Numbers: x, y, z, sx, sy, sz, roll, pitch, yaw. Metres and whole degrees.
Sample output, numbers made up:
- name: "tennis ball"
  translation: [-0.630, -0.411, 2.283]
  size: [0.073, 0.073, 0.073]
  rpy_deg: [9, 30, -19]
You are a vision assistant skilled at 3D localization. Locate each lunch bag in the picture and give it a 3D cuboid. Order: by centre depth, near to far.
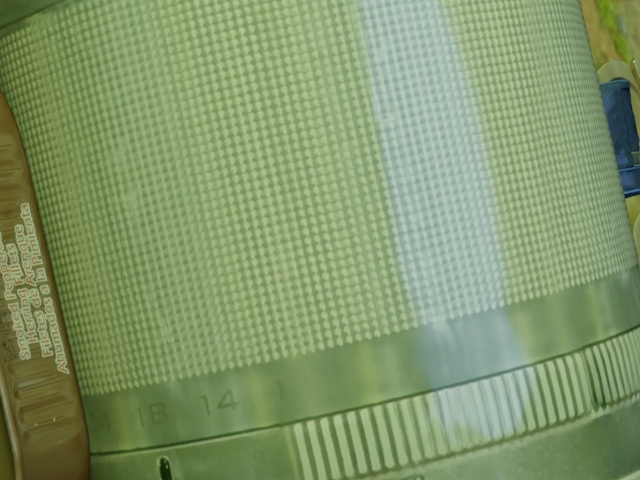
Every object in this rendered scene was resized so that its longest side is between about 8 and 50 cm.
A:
- name: "lunch bag"
  translation: [0.109, -0.037, 0.790]
  size: [0.098, 0.067, 0.065]
  rpy_deg: [-12, 87, -13]

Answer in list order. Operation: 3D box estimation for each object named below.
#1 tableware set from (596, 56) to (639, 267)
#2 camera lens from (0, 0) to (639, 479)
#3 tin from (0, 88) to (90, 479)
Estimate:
- name: "tableware set"
  translation: [0.155, -0.029, 0.881]
  size: [0.169, 0.020, 0.141]
  rpy_deg: [-11, 89, -46]
- name: "camera lens"
  translation: [0.000, 0.000, 0.579]
  size: [0.219, 0.219, 0.274]
  rpy_deg: [-13, 90, -45]
- name: "tin"
  translation: [-0.128, 0.023, 0.527]
  size: [0.040, 0.106, 0.189]
  rpy_deg: [-12, 90, -42]
